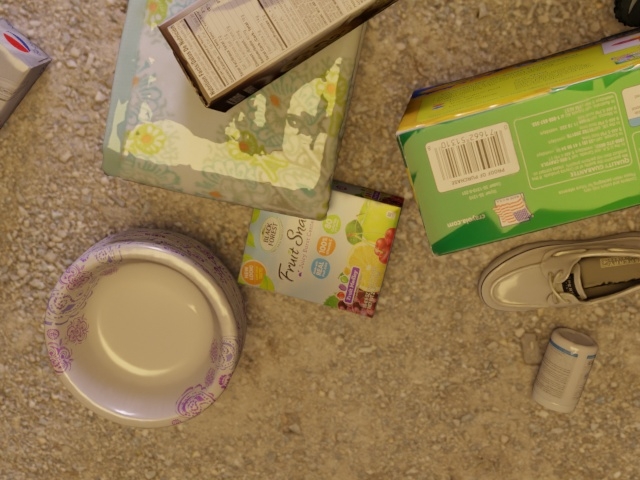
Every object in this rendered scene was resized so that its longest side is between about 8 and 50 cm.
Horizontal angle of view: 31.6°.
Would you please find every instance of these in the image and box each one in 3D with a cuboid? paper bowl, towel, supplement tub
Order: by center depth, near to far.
[{"bbox_3d":[-0.111,-0.239,1.536,0.320,0.090,0.375,12,95,4],"label":"towel"},{"bbox_3d":[0.355,0.188,1.646,0.071,0.071,0.107,17,108,2],"label":"supplement tub"},{"bbox_3d":[-0.248,0.120,1.665,0.284,0.148,0.284,2,106,7],"label":"paper bowl"}]

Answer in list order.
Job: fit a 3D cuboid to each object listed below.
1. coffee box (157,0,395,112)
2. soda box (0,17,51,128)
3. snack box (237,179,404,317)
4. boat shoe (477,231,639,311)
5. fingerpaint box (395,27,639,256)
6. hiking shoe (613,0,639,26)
[{"bbox_3d":[-0.037,-0.287,1.404,0.297,0.168,0.119,-32,93,5],"label":"coffee box"},{"bbox_3d":[-0.518,-0.180,1.639,0.098,0.091,0.286,41,107,-6],"label":"soda box"},{"bbox_3d":[0.000,0.000,1.637,0.207,0.070,0.175,14,106,5],"label":"snack box"},{"bbox_3d":[0.355,0.054,1.596,0.267,0.088,0.096,-8,106,9],"label":"boat shoe"},{"bbox_3d":[0.336,-0.147,1.391,0.444,0.371,0.163,-15,102,11],"label":"fingerpaint box"},{"bbox_3d":[0.500,-0.384,1.433,0.132,0.113,0.304,36,108,-3],"label":"hiking shoe"}]
